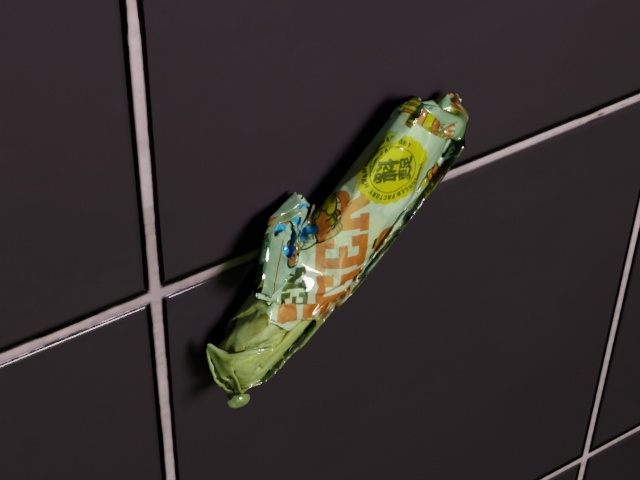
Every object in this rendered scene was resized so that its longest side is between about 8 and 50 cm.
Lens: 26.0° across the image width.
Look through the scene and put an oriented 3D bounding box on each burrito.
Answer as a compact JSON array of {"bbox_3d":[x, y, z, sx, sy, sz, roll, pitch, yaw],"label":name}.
[{"bbox_3d":[0.000,0.000,1.018,0.288,0.054,0.104,-52,140,10],"label":"burrito"}]
